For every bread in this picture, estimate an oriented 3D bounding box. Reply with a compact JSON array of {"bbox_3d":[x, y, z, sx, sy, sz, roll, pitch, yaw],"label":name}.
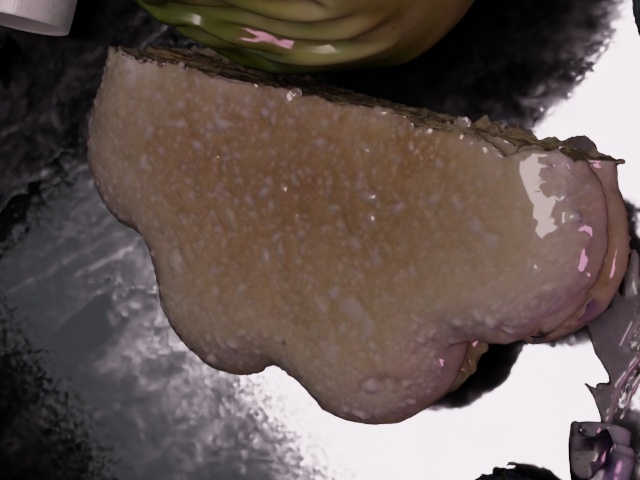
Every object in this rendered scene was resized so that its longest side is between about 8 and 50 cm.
[{"bbox_3d":[0.003,-0.003,0.736,0.337,0.102,0.183,19,110,33],"label":"bread"}]

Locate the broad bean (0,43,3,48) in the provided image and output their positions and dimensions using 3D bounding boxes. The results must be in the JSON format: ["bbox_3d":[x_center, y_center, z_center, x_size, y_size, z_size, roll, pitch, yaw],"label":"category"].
[{"bbox_3d":[-0.301,-0.106,0.887,0.195,0.046,0.061,-29,90,17],"label":"broad bean"}]

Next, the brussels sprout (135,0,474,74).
[{"bbox_3d":[-0.019,-0.228,0.649,0.289,0.355,0.281,33,106,6],"label":"brussels sprout"}]

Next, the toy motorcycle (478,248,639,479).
[{"bbox_3d":[0.128,0.208,0.680,0.207,0.134,0.401,1,67,47],"label":"toy motorcycle"}]

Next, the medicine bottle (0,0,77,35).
[{"bbox_3d":[-0.175,-0.228,0.849,0.119,0.069,0.183,11,87,16],"label":"medicine bottle"}]

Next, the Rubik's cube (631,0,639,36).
[{"bbox_3d":[0.256,-0.208,0.630,0.238,0.237,0.237,-9,86,14],"label":"Rubik's cube"}]
